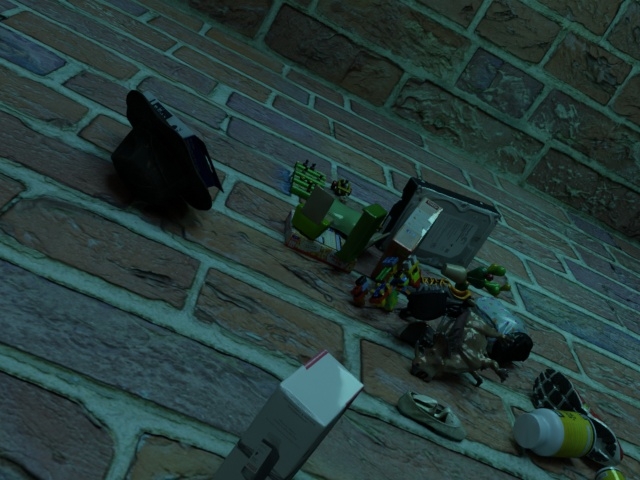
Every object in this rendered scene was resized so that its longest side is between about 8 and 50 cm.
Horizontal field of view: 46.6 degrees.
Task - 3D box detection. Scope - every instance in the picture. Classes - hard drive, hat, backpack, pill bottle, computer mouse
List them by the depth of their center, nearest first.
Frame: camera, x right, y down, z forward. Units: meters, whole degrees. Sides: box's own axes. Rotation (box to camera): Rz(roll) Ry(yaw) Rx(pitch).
[{"bbox_3d":[0.634,0.548,1.592,0.065,0.065,0.116,26,24,-10],"label":"pill bottle"},{"bbox_3d":[0.517,0.427,1.649,0.184,0.103,0.103,14,28,-34],"label":"pill bottle"},{"bbox_3d":[-0.398,-0.176,1.723,0.134,0.331,0.331,-37,60,-19],"label":"hat"},{"bbox_3d":[0.290,0.166,1.781,0.184,0.060,0.262,-3,-14,-2],"label":"computer mouse"},{"bbox_3d":[0.462,0.236,1.966,0.151,0.115,0.182,7,29,-38],"label":"backpack"},{"bbox_3d":[0.355,-0.038,2.242,0.338,0.237,0.064,17,27,-31],"label":"hard drive"}]

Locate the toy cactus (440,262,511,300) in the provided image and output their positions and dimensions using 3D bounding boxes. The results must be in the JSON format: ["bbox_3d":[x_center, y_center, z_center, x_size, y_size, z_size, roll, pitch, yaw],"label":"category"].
[{"bbox_3d":[0.418,0.120,2.077,0.180,0.219,0.112,21,69,-14],"label":"toy cactus"}]

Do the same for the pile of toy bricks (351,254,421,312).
[{"bbox_3d":[0.169,0.128,1.856,0.118,0.105,0.212,-2,25,36],"label":"pile of toy bricks"}]

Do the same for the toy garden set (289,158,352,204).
[{"bbox_3d":[0.011,-0.173,2.348,0.203,0.049,0.244,26,23,-10],"label":"toy garden set"}]

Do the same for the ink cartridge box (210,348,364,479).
[{"bbox_3d":[-0.049,0.289,1.112,0.092,0.218,0.158,41,25,12],"label":"ink cartridge box"}]

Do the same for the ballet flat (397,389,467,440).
[{"bbox_3d":[0.239,0.358,1.524,0.168,0.052,0.057,26,23,-11],"label":"ballet flat"}]

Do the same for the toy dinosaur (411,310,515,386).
[{"bbox_3d":[0.341,0.233,1.751,0.200,0.127,0.296,42,36,-3],"label":"toy dinosaur"}]

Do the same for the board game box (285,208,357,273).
[{"bbox_3d":[0.000,0.000,1.983,0.193,0.045,0.147,25,24,-14],"label":"board game box"}]

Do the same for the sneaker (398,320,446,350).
[{"bbox_3d":[0.260,0.242,1.785,0.157,0.061,0.065,18,32,-26],"label":"sneaker"}]

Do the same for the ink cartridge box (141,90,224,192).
[{"bbox_3d":[-0.362,-0.237,1.853,0.065,0.165,0.332,-32,45,-18],"label":"ink cartridge box"}]

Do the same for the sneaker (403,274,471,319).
[{"bbox_3d":[0.315,0.136,2.035,0.214,0.083,0.084,25,25,-9],"label":"sneaker"}]

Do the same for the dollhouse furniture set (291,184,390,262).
[{"bbox_3d":[0.086,-0.080,1.995,0.197,0.151,0.301,37,23,14],"label":"dollhouse furniture set"}]

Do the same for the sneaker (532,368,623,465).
[{"bbox_3d":[0.622,0.435,1.804,0.118,0.107,0.279,34,17,-45],"label":"sneaker"}]

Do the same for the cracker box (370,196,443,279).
[{"bbox_3d":[0.238,0.003,2.030,0.067,0.156,0.232,33,45,8],"label":"cracker box"}]
